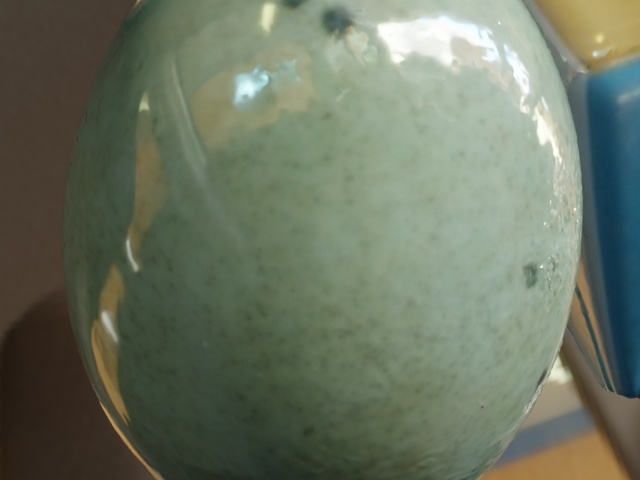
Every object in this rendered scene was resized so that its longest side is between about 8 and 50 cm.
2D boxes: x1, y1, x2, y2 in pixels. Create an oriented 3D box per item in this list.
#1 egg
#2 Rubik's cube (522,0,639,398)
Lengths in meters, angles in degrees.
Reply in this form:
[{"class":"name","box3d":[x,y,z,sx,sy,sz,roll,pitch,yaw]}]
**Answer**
[{"class":"egg","box3d":[0.000,0.000,0.634,0.169,0.169,0.236,-11,-51,-23]},{"class":"Rubik's cube","box3d":[0.273,-0.144,1.270,0.352,0.347,0.351,-22,-43,-1]}]
